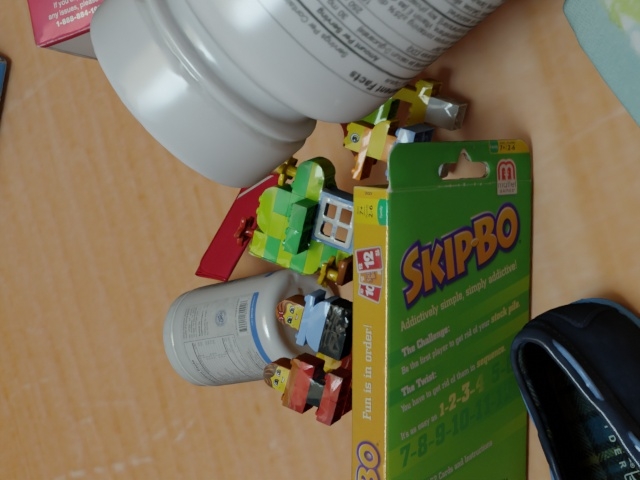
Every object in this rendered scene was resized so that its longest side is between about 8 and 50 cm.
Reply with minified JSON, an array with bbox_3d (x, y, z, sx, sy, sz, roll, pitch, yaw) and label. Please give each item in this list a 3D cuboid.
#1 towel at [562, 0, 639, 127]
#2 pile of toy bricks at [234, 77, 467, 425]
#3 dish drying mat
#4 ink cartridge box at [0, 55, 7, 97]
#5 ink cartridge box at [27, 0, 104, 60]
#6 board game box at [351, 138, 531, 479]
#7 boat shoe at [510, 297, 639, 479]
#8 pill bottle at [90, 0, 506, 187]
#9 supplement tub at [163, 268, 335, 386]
[{"bbox_3d":[0.305,-0.088,0.620,0.320,0.090,0.374,-50,61,32],"label":"towel"},{"bbox_3d":[0.000,0.000,0.891,0.105,0.118,0.212,21,108,21],"label":"pile of toy bricks"},{"bbox_3d":[-0.055,-0.010,0.997,0.032,0.008,0.083,9,63,43],"label":"dish drying mat"},{"bbox_3d":[-0.405,-0.047,1.285,0.223,0.129,0.307,31,115,38],"label":"ink cartridge box"},{"bbox_3d":[-0.115,-0.257,0.972,0.172,0.100,0.237,-16,82,25],"label":"ink cartridge box"},{"bbox_3d":[0.069,0.073,0.835,0.039,0.124,0.259,10,101,44],"label":"board game box"},{"bbox_3d":[0.159,0.160,0.780,0.109,0.089,0.258,-41,66,39],"label":"boat shoe"},{"bbox_3d":[0.020,-0.164,0.790,0.283,0.160,0.160,-39,66,22],"label":"pill bottle"},{"bbox_3d":[-0.045,0.058,0.984,0.107,0.071,0.071,-12,85,45],"label":"supplement tub"}]
